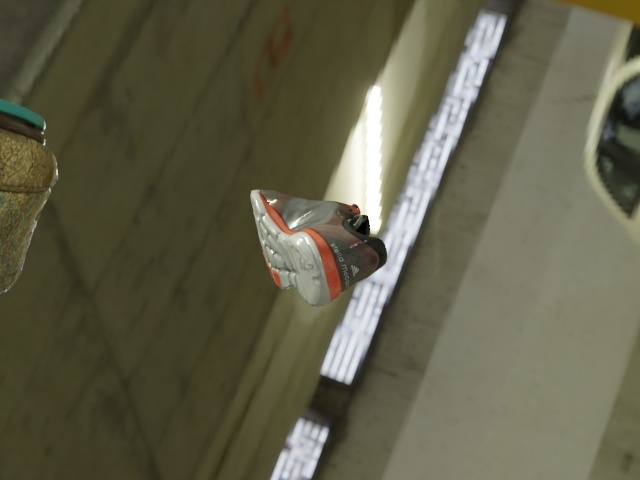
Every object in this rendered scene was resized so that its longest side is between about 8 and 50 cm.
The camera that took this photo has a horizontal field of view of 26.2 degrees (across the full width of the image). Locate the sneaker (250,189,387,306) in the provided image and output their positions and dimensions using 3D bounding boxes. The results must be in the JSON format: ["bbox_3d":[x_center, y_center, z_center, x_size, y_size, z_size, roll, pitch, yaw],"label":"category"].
[{"bbox_3d":[0.000,0.000,0.908,0.158,0.065,0.061,-137,31,-62],"label":"sneaker"}]

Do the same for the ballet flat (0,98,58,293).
[{"bbox_3d":[-0.235,-0.020,0.769,0.348,0.123,0.123,7,75,64],"label":"ballet flat"}]
